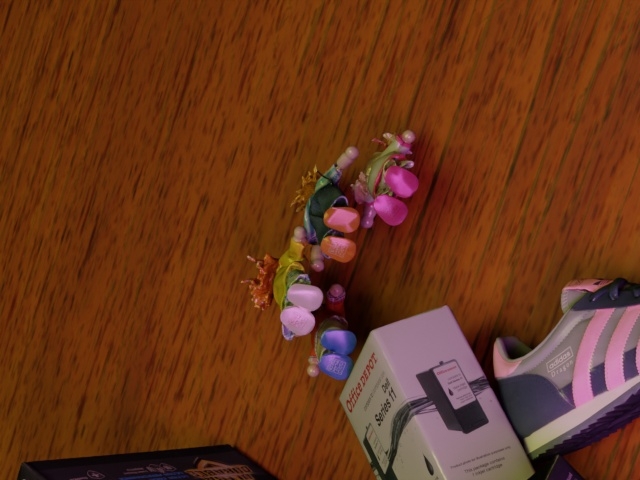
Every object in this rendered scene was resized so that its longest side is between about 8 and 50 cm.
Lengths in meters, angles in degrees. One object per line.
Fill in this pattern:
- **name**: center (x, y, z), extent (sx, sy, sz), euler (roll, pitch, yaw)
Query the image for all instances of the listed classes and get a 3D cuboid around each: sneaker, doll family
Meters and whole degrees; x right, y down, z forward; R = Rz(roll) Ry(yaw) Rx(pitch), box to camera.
- **sneaker**: center (0.273, 0.069, 1.510), extent (0.319, 0.112, 0.131), euler (-37, 67, 29)
- **doll family**: center (0.000, 0.000, 1.713), extent (0.163, 0.118, 0.263), euler (-116, 46, -75)

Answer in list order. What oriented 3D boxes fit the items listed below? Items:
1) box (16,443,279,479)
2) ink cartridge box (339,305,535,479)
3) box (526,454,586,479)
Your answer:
- **box**: center (-0.097, 0.296, 1.668), extent (0.293, 0.295, 0.073), euler (28, 106, 38)
- **ink cartridge box**: center (0.107, 0.188, 1.608), extent (0.208, 0.086, 0.153), euler (64, 156, 25)
- **box**: center (0.172, 0.415, 1.438), extent (0.312, 0.179, 0.343), euler (46, 117, 1)
